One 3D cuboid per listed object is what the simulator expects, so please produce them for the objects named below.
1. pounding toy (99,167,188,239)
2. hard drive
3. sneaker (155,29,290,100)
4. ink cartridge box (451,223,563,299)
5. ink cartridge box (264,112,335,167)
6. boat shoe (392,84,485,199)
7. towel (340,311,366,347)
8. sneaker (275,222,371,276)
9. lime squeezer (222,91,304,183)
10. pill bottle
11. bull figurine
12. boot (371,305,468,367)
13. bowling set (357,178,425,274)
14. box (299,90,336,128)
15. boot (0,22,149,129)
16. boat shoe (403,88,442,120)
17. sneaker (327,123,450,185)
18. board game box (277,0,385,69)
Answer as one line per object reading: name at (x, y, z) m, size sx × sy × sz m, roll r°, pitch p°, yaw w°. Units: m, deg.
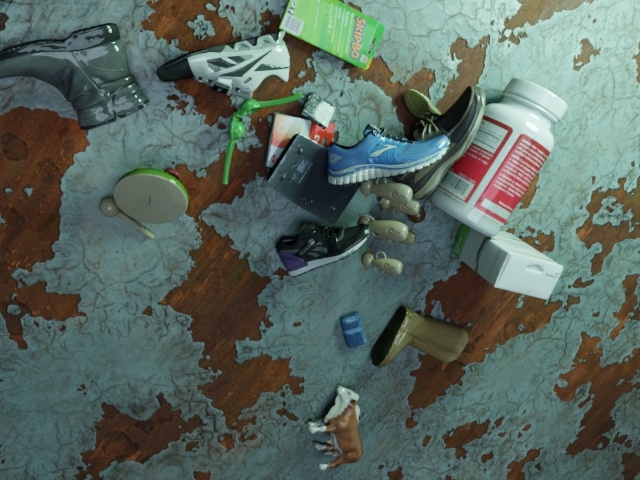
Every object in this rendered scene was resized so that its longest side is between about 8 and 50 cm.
pounding toy at (-0.449, -0.130, 1.399) m, size 0.182 × 0.110 × 0.236 m, roll 30°, pitch 131°, yaw -34°
hard drive at (-0.016, -0.170, 1.478) m, size 0.254 × 0.054 × 0.172 m, roll 30°, pitch 97°, yaw -34°
sneaker at (-0.230, -0.409, 1.316) m, size 0.330 × 0.122 × 0.147 m, roll -15°, pitch 112°, yaw -8°
ink cartridge box at (0.555, 0.055, 1.615) m, size 0.198 × 0.273 × 0.115 m, roll 13°, pitch 107°, yaw -18°
ink cartridge box at (-0.054, -0.261, 1.463) m, size 0.179 × 0.045 × 0.146 m, roll 7°, pitch 110°, yaw -14°
boat shoe at (0.317, -0.270, 1.471) m, size 0.130 × 0.132 × 0.356 m, roll 22°, pitch 121°, yaw -13°
towel at (0.106, 0.291, 1.729) m, size 0.067 × 0.029 × 0.120 m, roll -17°, pitch 114°, yaw -6°
sneaker at (0.000, 0.000, 1.512) m, size 0.283 × 0.107 × 0.124 m, roll -24°, pitch 109°, yaw 19°
lime squeezer at (-0.187, -0.296, 1.402) m, size 0.110 × 0.059 × 0.310 m, roll 41°, pitch 99°, yaw -13°
pill bottle at (0.503, -0.234, 1.513) m, size 0.228 × 0.229 × 0.408 m, roll 25°, pitch 103°, yaw -22°
bull figurine at (0.060, 0.646, 1.821) m, size 0.188 × 0.101 × 0.311 m, roll -14°, pitch 112°, yaw -4°
boot at (0.334, 0.360, 1.783) m, size 0.269 × 0.089 × 0.236 m, roll 26°, pitch 103°, yaw -23°
bowling set at (0.208, -0.053, 1.579) m, size 0.154 × 0.199 × 0.287 m, roll 15°, pitch 109°, yaw 27°
box at (-0.007, -0.350, 1.437) m, size 0.083 × 0.018 × 0.067 m, roll 29°, pitch 73°, yaw -23°
boot at (-0.598, -0.359, 1.253) m, size 0.337 × 0.118 × 0.223 m, roll -14°, pitch 119°, yaw -4°
boat shoe at (0.295, -0.374, 1.511) m, size 0.153 × 0.048 × 0.056 m, roll 33°, pitch 121°, yaw -17°
sneaker at (0.172, -0.239, 1.394) m, size 0.329 × 0.130 × 0.147 m, roll -10°, pitch 99°, yaw 7°
board game box at (0.031, -0.549, 1.375) m, size 0.259 × 0.039 × 0.124 m, roll 20°, pitch 106°, yaw -18°
